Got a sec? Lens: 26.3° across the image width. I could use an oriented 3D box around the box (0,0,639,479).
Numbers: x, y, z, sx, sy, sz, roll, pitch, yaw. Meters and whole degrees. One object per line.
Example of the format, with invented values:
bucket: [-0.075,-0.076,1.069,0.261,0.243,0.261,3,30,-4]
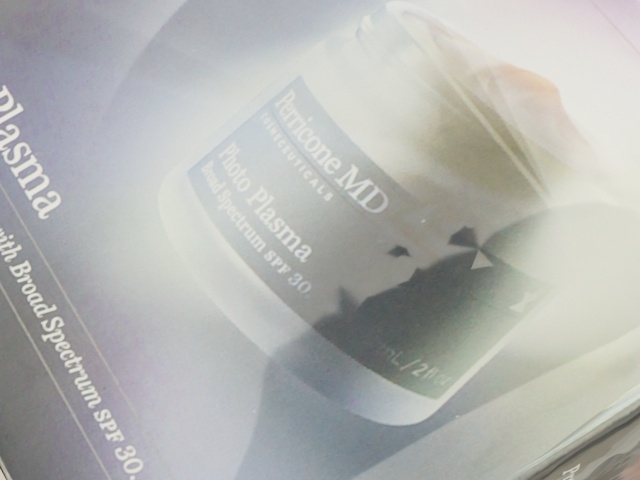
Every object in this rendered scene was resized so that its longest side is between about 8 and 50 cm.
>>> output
box: [0.000,0.000,0.553,0.296,0.294,0.182,54,167,25]
